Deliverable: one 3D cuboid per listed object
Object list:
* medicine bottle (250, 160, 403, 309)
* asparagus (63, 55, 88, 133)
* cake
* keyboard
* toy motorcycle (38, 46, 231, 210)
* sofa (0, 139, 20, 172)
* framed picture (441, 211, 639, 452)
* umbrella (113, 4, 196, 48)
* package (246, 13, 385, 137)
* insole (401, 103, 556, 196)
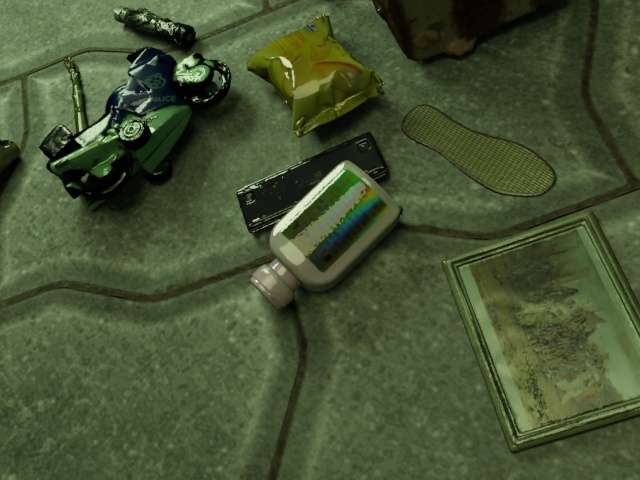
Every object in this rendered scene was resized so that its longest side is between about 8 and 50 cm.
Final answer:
[{"bbox_3d":[0.000,0.000,1.015,0.219,0.078,0.115,-44,78,-7],"label":"medicine bottle"},{"bbox_3d":[-0.440,-0.251,1.325,0.024,0.025,0.248,-49,48,40],"label":"asparagus"},{"bbox_3d":[0.194,-0.468,1.094,0.290,0.282,0.256,-27,55,5],"label":"cake"},{"bbox_3d":[-0.015,-0.088,1.103,0.230,0.025,0.094,-23,60,5],"label":"keyboard"},{"bbox_3d":[-0.304,-0.202,1.205,0.196,0.125,0.331,35,74,31],"label":"toy motorcycle"},{"bbox_3d":[-0.682,-0.150,1.290,0.258,0.182,0.200,14,50,23],"label":"sofa"},{"bbox_3d":[0.290,0.103,0.910,0.217,0.017,0.274,-20,58,5],"label":"framed picture"},{"bbox_3d":[-0.308,-0.401,1.349,0.188,0.050,0.046,27,52,28],"label":"umbrella"},{"bbox_3d":[-0.011,-0.265,1.158,0.168,0.090,0.226,-32,56,-4],"label":"package"},{"bbox_3d":[0.222,-0.132,1.064,0.253,0.005,0.086,33,76,29],"label":"insole"}]
